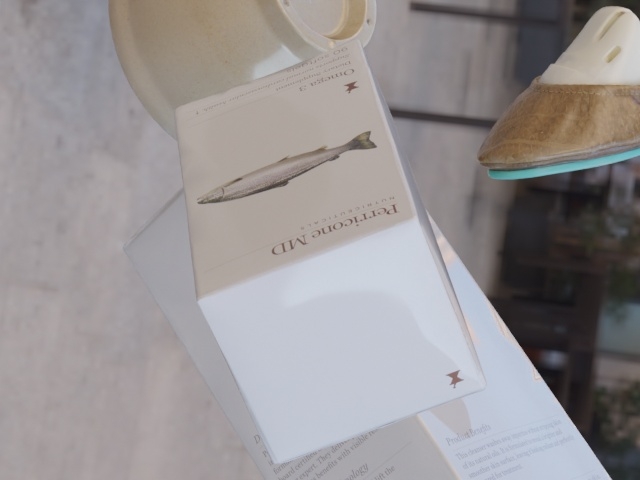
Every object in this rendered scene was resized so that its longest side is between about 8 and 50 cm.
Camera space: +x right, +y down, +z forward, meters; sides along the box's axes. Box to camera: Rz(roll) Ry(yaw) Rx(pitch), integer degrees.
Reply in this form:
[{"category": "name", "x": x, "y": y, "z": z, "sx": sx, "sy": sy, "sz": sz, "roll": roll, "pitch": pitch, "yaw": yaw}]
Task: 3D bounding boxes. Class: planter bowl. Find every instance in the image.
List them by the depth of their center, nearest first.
[{"category": "planter bowl", "x": -0.036, "y": -0.141, "z": 1.051, "sx": 0.162, "sy": 0.109, "sz": 0.162, "roll": 21, "pitch": 59, "yaw": -40}]

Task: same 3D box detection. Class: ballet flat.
[{"category": "ballet flat", "x": 0.280, "y": -0.132, "z": 1.362, "sx": 0.116, "sy": 0.342, "sz": 0.124, "roll": -143, "pitch": -134, "yaw": -69}]

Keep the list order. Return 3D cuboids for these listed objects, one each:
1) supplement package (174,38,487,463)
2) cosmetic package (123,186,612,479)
[{"category": "supplement package", "x": 0.000, "y": 0.000, "z": 0.807, "sx": 0.179, "sy": 0.105, "sz": 0.105, "roll": -104, "pitch": 173, "yaw": -57}, {"category": "cosmetic package", "x": 0.041, "y": 0.105, "z": 1.349, "sx": 0.156, "sy": 0.385, "sz": 0.217, "roll": -44, "pitch": 159, "yaw": 28}]
